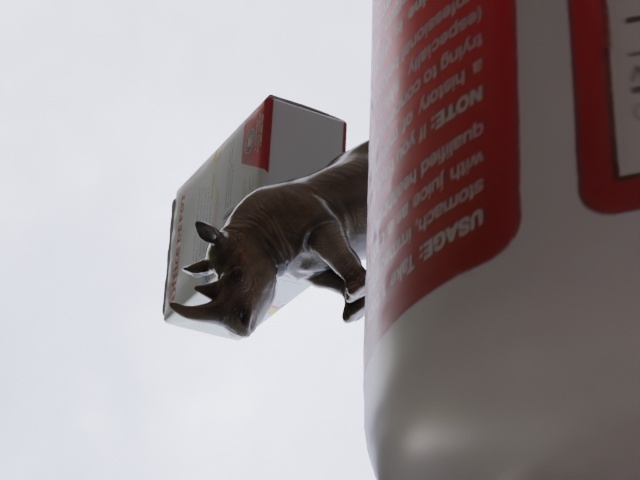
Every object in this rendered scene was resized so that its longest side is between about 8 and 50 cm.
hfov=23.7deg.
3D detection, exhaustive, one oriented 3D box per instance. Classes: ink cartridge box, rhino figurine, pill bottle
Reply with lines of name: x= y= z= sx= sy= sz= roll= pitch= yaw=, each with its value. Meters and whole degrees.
ink cartridge box: x=-0.053 y=-0.013 z=1.195 sx=0.175 sy=0.072 sz=0.127 roll=-39 pitch=-138 yaw=52
rhino figurine: x=0.000 y=0.000 z=1.008 sx=0.243 sy=0.073 sz=0.106 roll=-25 pitch=-112 yaw=-31
pill bottle: x=0.130 y=-0.012 z=0.538 sx=0.229 sy=0.229 sz=0.408 roll=-15 pitch=-127 yaw=26
